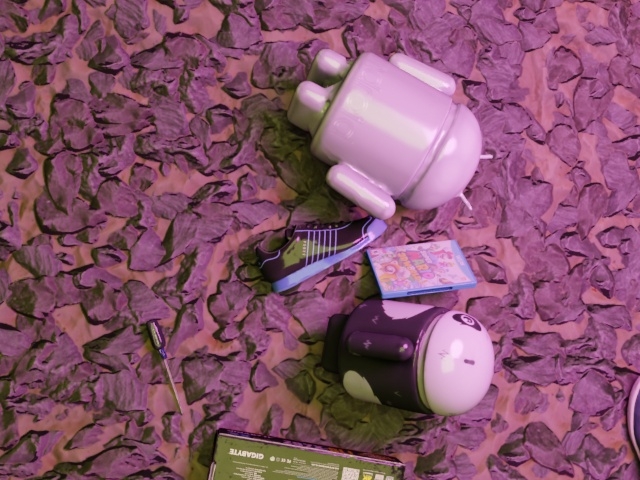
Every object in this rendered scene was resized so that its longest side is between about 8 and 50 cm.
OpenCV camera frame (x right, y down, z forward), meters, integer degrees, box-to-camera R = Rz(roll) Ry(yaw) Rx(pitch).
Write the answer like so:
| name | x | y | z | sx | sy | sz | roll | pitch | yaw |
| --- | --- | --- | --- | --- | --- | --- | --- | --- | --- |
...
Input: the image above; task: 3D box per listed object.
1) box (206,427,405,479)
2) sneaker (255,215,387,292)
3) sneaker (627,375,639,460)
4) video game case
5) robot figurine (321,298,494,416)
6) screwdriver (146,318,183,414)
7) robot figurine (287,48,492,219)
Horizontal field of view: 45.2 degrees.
| name | x | y | z | sx | sy | sz | roll | pitch | yaw |
| --- | --- | --- | --- | --- | --- | --- | --- | --- | --- |
| box | -0.038 | 0.463 | 1.260 | 0.322 | 0.079 | 0.257 | 11 | 83 | -6 |
| sneaker | 0.000 | 0.000 | 1.323 | 0.232 | 0.081 | 0.090 | -29 | 94 | -9 |
| sneaker | 0.629 | 0.395 | 1.319 | 0.131 | 0.148 | 0.350 | -5 | 83 | -8 |
| video game case | 0.173 | 0.048 | 1.334 | 0.166 | 0.015 | 0.119 | -6 | 39 | -8 |
| robot figurine | 0.140 | 0.182 | 1.237 | 0.209 | 0.278 | 0.173 | -38 | 124 | -46 |
| screwdriver | -0.256 | 0.212 | 1.296 | 0.025 | 0.024 | 0.170 | -24 | 93 | -39 |
| robot figurine | 0.122 | -0.181 | 1.302 | 0.353 | 0.200 | 0.300 | 28 | 74 | -3 |
